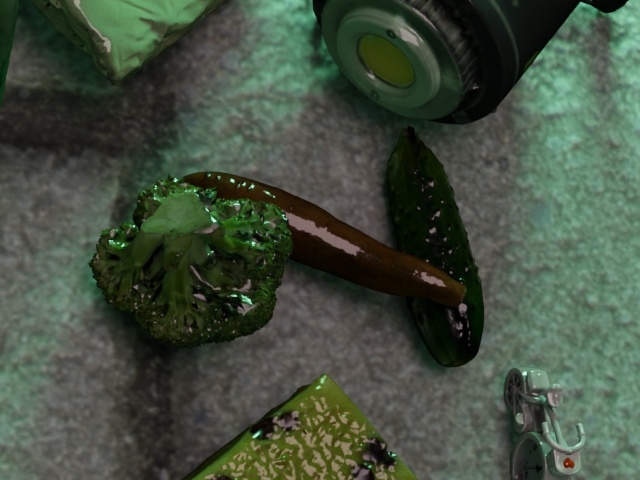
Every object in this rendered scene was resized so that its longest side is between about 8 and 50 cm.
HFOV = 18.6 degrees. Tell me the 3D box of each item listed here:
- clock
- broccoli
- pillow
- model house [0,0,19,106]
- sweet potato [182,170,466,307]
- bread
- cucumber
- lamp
[{"bbox_3d":[0.191,0.165,1.702,0.041,0.087,0.129,4,61,-21],"label":"clock"},{"bbox_3d":[-0.107,0.018,1.610,0.162,0.138,0.145,5,57,13],"label":"broccoli"},{"bbox_3d":[-0.195,-0.287,1.704,0.281,0.076,0.274,45,44,1],"label":"pillow"},{"bbox_3d":[-0.369,-0.183,1.482,0.245,0.312,0.280,6,31,-17],"label":"model house"},{"bbox_3d":[0.000,-0.001,1.686,0.265,0.057,0.057,23,63,1],"label":"sweet potato"},{"bbox_3d":[-0.088,0.258,1.549,0.361,0.077,0.138,-37,86,-29],"label":"bread"},{"bbox_3d":[0.100,0.003,1.736,0.069,0.069,0.227,-3,68,-24],"label":"cucumber"},{"bbox_3d":[0.134,-0.231,1.759,0.374,0.205,0.272,27,66,-18],"label":"lamp"}]
